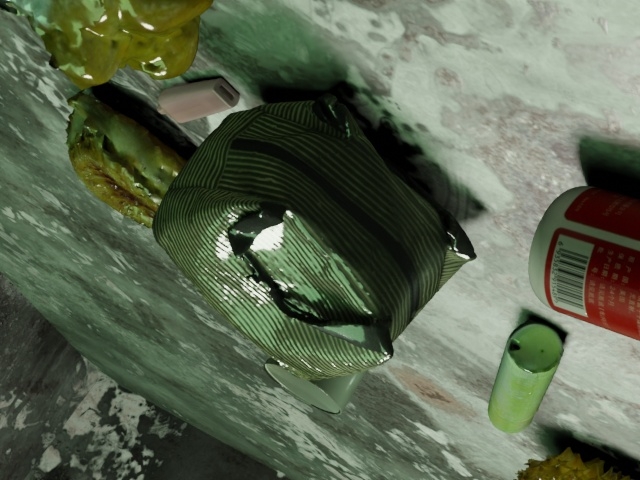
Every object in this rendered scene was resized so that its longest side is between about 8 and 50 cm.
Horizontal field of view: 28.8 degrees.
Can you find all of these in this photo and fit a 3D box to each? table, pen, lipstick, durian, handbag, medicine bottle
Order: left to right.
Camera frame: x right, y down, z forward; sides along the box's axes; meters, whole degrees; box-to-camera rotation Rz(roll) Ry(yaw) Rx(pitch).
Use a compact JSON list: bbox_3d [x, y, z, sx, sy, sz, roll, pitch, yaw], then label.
[{"bbox_3d":[-0.169,-0.182,1.637,0.053,0.032,0.197,43,157,-26],"label":"pen"},{"bbox_3d":[0.000,0.000,1.456,0.340,0.247,0.240,47,157,-15],"label":"handbag"},{"bbox_3d":[0.032,0.115,1.717,0.126,0.220,0.126,29,160,12],"label":"table"},{"bbox_3d":[0.277,0.194,1.720,0.076,0.076,0.304,30,160,13],"label":"lipstick"},{"bbox_3d":[0.432,0.388,1.890,0.341,0.112,0.191,4,136,42],"label":"durian"},{"bbox_3d":[0.329,0.037,1.171,0.250,0.131,0.131,20,156,36],"label":"medicine bottle"}]

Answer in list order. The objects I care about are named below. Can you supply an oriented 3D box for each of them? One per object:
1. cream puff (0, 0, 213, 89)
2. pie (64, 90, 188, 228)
[{"bbox_3d":[-0.216,-0.319,1.140,0.323,0.270,0.274,34,127,0],"label":"cream puff"},{"bbox_3d":[-0.259,-0.089,1.904,0.355,0.103,0.288,39,167,-19],"label":"pie"}]
